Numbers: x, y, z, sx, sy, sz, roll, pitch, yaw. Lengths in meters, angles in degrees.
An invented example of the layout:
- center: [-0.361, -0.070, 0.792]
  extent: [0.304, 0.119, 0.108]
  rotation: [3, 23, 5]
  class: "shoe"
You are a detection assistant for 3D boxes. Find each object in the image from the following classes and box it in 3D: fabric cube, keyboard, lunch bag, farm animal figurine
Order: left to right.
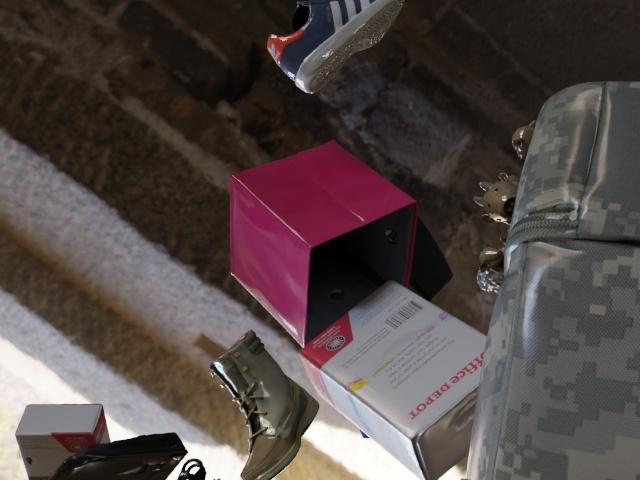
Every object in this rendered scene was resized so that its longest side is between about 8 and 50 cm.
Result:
- center: [-0.228, 0.293, 0.863]
  extent: [0.317, 0.201, 0.033]
  rotation: [-50, 51, 29]
  class: "keyboard"
- center: [0.000, 0.000, 1.626]
  extent: [0.258, 0.259, 0.254]
  rotation: [41, 142, 38]
  class: "fabric cube"
- center: [0.346, -0.079, 1.393]
  extent: [0.172, 0.330, 0.327]
  rotation: [25, 174, 3]
  class: "farm animal figurine"
- center: [0.222, 0.082, 0.409]
  extent: [0.305, 0.256, 0.212]
  rotation: [9, 152, 17]
  class: "lunch bag"

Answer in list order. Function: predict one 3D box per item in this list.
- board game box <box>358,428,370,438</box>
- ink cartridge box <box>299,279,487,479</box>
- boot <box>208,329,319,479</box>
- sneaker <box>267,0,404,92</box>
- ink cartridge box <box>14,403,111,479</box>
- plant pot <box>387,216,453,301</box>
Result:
- center: [0.148, 0.304, 1.565]
  extent: [0.210, 0.160, 0.047]
  rotation: [11, 116, -28]
  class: "board game box"
- center: [0.146, 0.224, 1.398]
  extent: [0.306, 0.226, 0.131]
  rotation: [33, 151, 47]
  class: "ink cartridge box"
- center: [-0.094, 0.229, 1.165]
  extent: [0.077, 0.213, 0.165]
  rotation: [-34, 99, 27]
  class: "boot"
- center: [0.035, -0.445, 1.685]
  extent: [0.148, 0.350, 0.131]
  rotation: [40, 149, 12]
  class: "sneaker"
- center: [-0.321, 0.276, 1.076]
  extent: [0.099, 0.056, 0.135]
  rotation: [-1, 123, 1]
  class: "ink cartridge box"
- center: [0.179, 0.082, 1.873]
  extent: [0.167, 0.188, 0.187]
  rotation: [44, 131, 7]
  class: "plant pot"
